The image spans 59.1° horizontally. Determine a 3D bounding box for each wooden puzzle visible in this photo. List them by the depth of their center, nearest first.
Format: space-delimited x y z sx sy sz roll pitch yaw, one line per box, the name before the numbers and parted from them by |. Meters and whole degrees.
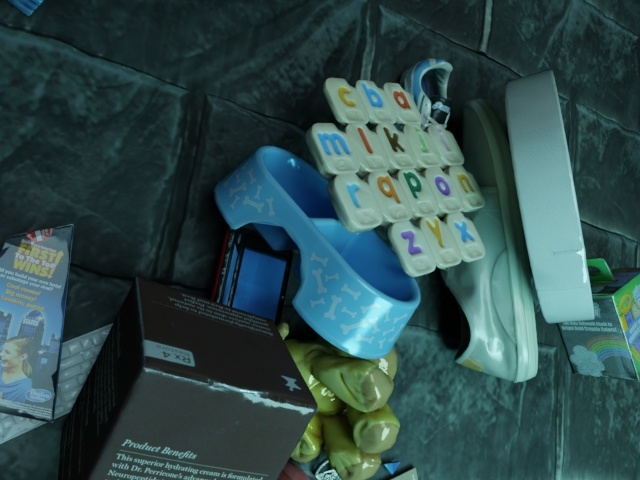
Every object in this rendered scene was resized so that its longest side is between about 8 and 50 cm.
wooden puzzle | 0.119 0.377 0.825 0.079 0.014 0.116 -2 85 -36

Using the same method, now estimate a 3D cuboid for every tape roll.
tape roll | 0.357 -0.064 0.877 0.392 0.072 0.391 -9 90 -66

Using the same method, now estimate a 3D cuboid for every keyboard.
keyboard | -0.250 0.138 0.629 0.256 0.014 0.072 -21 95 -32

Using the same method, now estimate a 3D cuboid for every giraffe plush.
giraffe plush | 0.026 0.168 0.718 0.171 0.210 0.181 -25 141 -55

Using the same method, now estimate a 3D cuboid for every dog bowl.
dog bowl | 0.000 0.000 0.668 0.297 0.074 0.166 49 25 21

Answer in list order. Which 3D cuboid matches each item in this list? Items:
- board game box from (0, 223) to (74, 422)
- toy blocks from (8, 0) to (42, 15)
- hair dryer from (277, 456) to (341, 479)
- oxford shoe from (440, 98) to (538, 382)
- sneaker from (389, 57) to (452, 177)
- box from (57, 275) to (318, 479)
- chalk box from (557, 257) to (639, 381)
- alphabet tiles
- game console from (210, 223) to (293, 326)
board game box | -0.331 0.061 0.559 0.194 0.060 0.194 22 69 -22
toy blocks | -0.350 -0.350 0.554 0.261 0.191 0.381 39 64 -34
hair dryer | -0.018 0.379 0.701 0.294 0.080 0.223 -6 87 -32
oxford shoe | 0.245 -0.004 0.883 0.130 0.169 0.448 -6 83 11
sneaker | 0.159 -0.172 0.879 0.085 0.086 0.237 12 79 -31
box | -0.140 0.178 0.556 0.169 0.167 0.203 23 102 -27
chalk box | 0.525 0.128 1.035 0.132 0.132 0.212 -23 97 -31
alphabet tiles | 0.109 -0.089 0.739 0.284 0.021 0.277 -11 72 -42
game console | -0.084 0.058 0.702 0.085 0.124 0.143 11 76 -3
